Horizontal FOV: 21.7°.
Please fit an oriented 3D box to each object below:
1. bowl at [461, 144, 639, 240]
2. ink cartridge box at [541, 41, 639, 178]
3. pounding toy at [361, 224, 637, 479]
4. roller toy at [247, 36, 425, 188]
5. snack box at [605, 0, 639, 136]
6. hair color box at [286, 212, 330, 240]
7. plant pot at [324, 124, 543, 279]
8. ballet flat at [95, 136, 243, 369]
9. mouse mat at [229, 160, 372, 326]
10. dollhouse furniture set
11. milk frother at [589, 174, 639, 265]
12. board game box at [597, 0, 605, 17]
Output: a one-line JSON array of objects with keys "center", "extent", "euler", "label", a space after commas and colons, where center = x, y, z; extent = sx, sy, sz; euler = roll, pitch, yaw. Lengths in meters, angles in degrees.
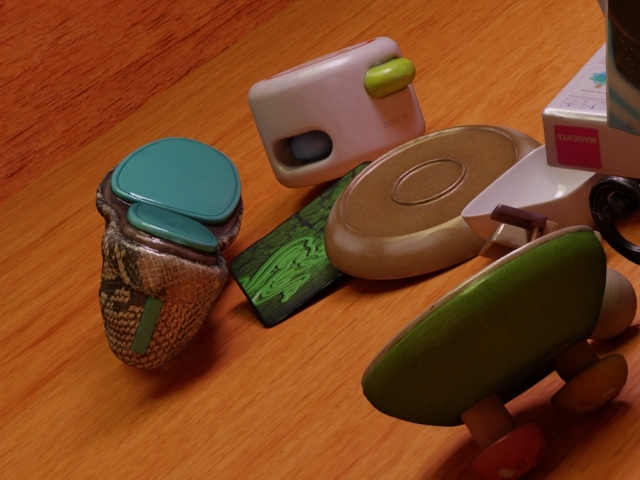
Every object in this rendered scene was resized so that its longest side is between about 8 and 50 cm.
[{"center": [0.211, -0.041, 1.451], "extent": [0.142, 0.053, 0.142], "euler": [-40, 17, -36], "label": "bowl"}, {"center": [0.334, -0.143, 1.433], "extent": [0.185, 0.065, 0.311], "euler": [9, 36, 28], "label": "ink cartridge box"}, {"center": [0.138, 0.090, 1.099], "extent": [0.183, 0.110, 0.237], "euler": [-37, -17, 12], "label": "pounding toy"}, {"center": [0.021, -0.146, 1.986], "extent": [0.191, 0.146, 0.209], "euler": [-21, 8, -4], "label": "roller toy"}, {"center": [0.318, -0.117, 0.984], "extent": [0.322, 0.187, 0.060], "euler": [20, 43, 35], "label": "snack box"}, {"center": [0.041, -0.025, 1.740], "extent": [0.141, 0.043, 0.072], "euler": [-22, 17, 23], "label": "hair color box"}, {"center": [0.107, -0.046, 1.600], "extent": [0.236, 0.032, 0.236], "euler": [-19, 29, 11], "label": "plant pot"}, {"center": [-0.177, 0.019, 1.785], "extent": [0.483, 0.164, 0.182], "euler": [-97, 26, -75], "label": "ballet flat"}, {"center": [0.000, 0.000, 1.682], "extent": [0.189, 0.007, 0.152], "euler": [-38, 31, 0], "label": "mouse mat"}, {"center": [0.170, 0.032, 1.372], "extent": [0.114, 0.091, 0.081], "euler": [114, 171, -77], "label": "dollhouse furniture set"}, {"center": [0.265, -0.019, 1.089], "extent": [0.129, 0.143, 0.135], "euler": [-25, 15, 44], "label": "milk frother"}, {"center": [0.435, -0.308, 1.761], "extent": [0.275, 0.144, 0.142], "euler": [-20, 15, 28], "label": "board game box"}]
